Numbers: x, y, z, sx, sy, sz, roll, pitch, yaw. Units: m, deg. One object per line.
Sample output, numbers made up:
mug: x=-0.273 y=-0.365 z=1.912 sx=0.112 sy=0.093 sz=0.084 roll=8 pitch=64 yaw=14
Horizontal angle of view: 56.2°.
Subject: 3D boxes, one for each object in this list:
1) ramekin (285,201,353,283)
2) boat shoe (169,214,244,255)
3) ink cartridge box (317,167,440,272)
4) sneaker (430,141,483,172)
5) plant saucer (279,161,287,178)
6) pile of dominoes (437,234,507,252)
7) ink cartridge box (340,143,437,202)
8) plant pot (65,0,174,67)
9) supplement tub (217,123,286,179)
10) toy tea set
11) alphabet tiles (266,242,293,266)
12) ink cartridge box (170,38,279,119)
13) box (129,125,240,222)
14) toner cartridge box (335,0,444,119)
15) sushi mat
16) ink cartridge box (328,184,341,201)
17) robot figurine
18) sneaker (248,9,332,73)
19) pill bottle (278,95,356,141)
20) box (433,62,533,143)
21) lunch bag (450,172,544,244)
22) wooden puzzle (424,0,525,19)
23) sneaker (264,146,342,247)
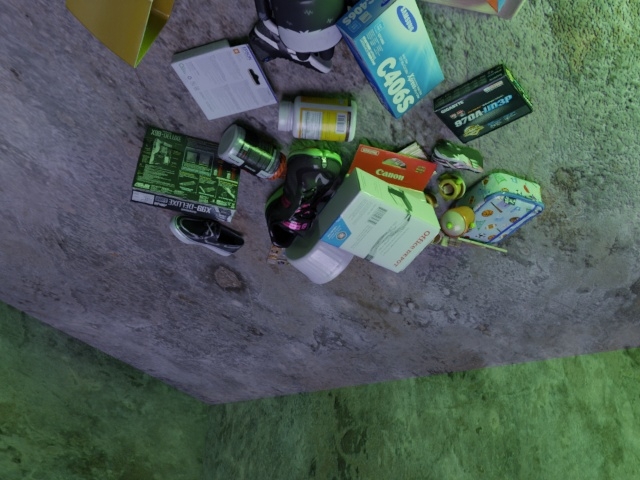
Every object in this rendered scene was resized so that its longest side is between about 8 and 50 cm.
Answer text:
ramekin: x=0.000 y=0.000 z=2.090 sx=0.135 sy=0.277 sz=0.277 roll=32 pitch=137 yaw=-28
boat shoe: x=-0.412 y=-0.028 z=2.214 sx=0.102 sy=0.108 sz=0.301 roll=-25 pitch=141 yaw=35
ink cartridge box: x=0.179 y=-0.057 z=1.867 sx=0.307 sy=0.129 sz=0.223 roll=23 pitch=126 yaw=-24
sneaker: x=0.423 y=-0.253 z=1.867 sx=0.178 sy=0.072 sz=0.077 roll=21 pitch=155 yaw=-14
plant saucer: x=-0.120 y=-0.232 z=1.964 sx=0.083 sy=0.013 sz=0.083 roll=2 pitch=148 yaw=1
pile of dominoes: x=0.523 y=0.021 z=2.196 sx=0.251 sy=0.040 sz=0.196 roll=14 pitch=179 yaw=-26
ink cartridge box: x=0.209 y=-0.163 z=1.901 sx=0.274 sy=0.060 sz=0.239 roll=11 pitch=132 yaw=-15
plant pot: x=-0.435 y=-0.556 z=1.320 sx=0.187 sy=0.212 sz=0.212 roll=26 pitch=142 yaw=-12
supplement tub: x=-0.206 y=-0.263 z=1.824 sx=0.190 sy=0.117 sz=0.117 roll=26 pitch=140 yaw=-31
toy tea set: x=0.361 y=-0.072 z=2.011 sx=0.124 sy=0.200 sz=0.336 roll=-27 pitch=176 yaw=-45
alphabet tiles: x=-0.104 y=0.045 z=2.398 sx=0.198 sy=0.009 sz=0.237 roll=8 pitch=147 yaw=-9
ink cartridge box: x=-0.252 y=-0.437 z=1.623 sx=0.223 sy=0.045 sz=0.223 roll=-9 pitch=146 yaw=15
box: x=-0.400 y=-0.201 z=1.818 sx=0.307 sy=0.243 sz=0.076 roll=11 pitch=146 yaw=-16
toner cartridge box: x=0.176 y=-0.446 z=1.431 sx=0.165 sy=0.075 sz=0.348 roll=-42 pitch=150 yaw=6
sushi mat: x=0.211 y=-0.188 z=1.931 sx=0.316 sy=0.019 sz=0.151 roll=-30 pitch=128 yaw=21
ink cartridge box: x=0.126 y=-0.159 z=2.019 sx=0.180 sy=0.060 sz=0.104 roll=13 pitch=145 yaw=-16
robot figurine: x=-0.025 y=-0.540 z=1.341 sx=0.209 sy=0.174 sz=0.278 roll=-31 pitch=148 yaw=-10
sneaker: x=-0.083 y=-0.481 z=1.526 sx=0.216 sy=0.079 sz=0.121 roll=32 pitch=140 yaw=-26
pill bottle: x=-0.010 y=-0.344 z=1.688 sx=0.214 sy=0.117 sz=0.117 roll=4 pitch=147 yaw=-3
box: x=0.453 y=-0.376 z=1.673 sx=0.220 sy=0.051 sz=0.175 roll=-23 pitch=140 yaw=34
lunch bag: x=0.601 y=-0.101 z=2.040 sx=0.243 sy=0.115 sz=0.303 roll=15 pitch=146 yaw=-23
wooden puzzle: x=0.327 y=-0.623 z=1.269 sx=0.347 sy=0.081 sz=0.322 roll=9 pitch=147 yaw=-11
sneaker: x=-0.054 y=-0.126 z=1.927 sx=0.185 sy=0.202 sz=0.483 roll=6 pitch=150 yaw=-16
